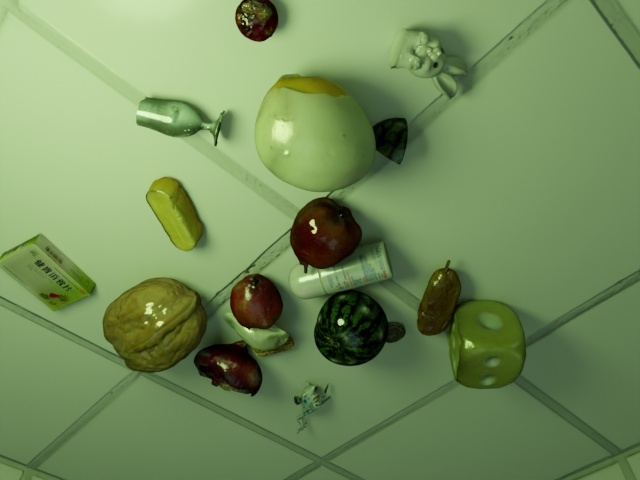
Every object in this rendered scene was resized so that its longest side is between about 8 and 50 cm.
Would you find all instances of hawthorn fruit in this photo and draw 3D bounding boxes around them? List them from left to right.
[{"bbox_3d":[-0.213,0.187,1.856,0.181,0.181,0.235,0,128,-1],"label":"hawthorn fruit"},{"bbox_3d":[0.000,0.000,1.684,0.208,0.208,0.248,27,115,-20],"label":"hawthorn fruit"}]

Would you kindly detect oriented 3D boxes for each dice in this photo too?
[{"bbox_3d":[0.578,0.367,1.956,0.226,0.238,0.233,1,129,1],"label":"dice"}]

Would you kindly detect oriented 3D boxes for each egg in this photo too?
[{"bbox_3d":[-0.010,-0.265,1.432,0.345,0.283,0.283,25,124,-26],"label":"egg"}]

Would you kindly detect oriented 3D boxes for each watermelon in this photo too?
[{"bbox_3d":[0.105,0.306,1.904,0.268,0.269,0.269,0,128,0],"label":"watermelon"},{"bbox_3d":[0.199,-0.268,1.556,0.125,0.135,0.094,-20,162,11],"label":"watermelon"}]

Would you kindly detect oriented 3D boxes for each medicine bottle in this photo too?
[{"bbox_3d":[0.059,0.105,1.815,0.340,0.130,0.130,-16,126,10],"label":"medicine bottle"}]

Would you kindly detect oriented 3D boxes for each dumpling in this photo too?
[{"bbox_3d":[-0.237,0.334,2.004,0.252,0.131,0.179,14,149,3],"label":"dumpling"}]

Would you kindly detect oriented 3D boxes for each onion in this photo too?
[{"bbox_3d":[-0.334,0.465,2.084,0.272,0.195,0.272,24,156,11],"label":"onion"},{"bbox_3d":[-0.156,-0.538,1.339,0.107,0.097,0.107,-7,108,-21],"label":"onion"}]

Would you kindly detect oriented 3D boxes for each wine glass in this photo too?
[{"bbox_3d":[-0.378,-0.326,1.493,0.222,0.103,0.103,11,127,-11],"label":"wine glass"}]

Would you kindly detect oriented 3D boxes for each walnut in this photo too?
[{"bbox_3d":[-0.543,0.275,1.851,0.344,0.306,0.306,-35,121,16],"label":"walnut"}]

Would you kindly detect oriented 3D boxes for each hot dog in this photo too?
[{"bbox_3d":[-0.176,0.400,2.097,0.165,0.045,0.071,-14,125,12],"label":"hot dog"}]

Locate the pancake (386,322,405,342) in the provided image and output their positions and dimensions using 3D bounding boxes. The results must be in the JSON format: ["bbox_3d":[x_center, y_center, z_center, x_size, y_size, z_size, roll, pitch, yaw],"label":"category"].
[{"bbox_3d":[0.268,0.349,2.082,0.114,0.011,0.115,0,128,0],"label":"pancake"}]

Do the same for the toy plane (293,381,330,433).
[{"bbox_3d":[-0.051,0.685,2.313,0.182,0.107,0.273,-36,156,-25],"label":"toy plane"}]

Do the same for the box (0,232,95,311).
[{"bbox_3d":[-0.918,0.113,1.857,0.175,0.062,0.260,-23,124,17],"label":"box"}]

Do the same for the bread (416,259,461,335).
[{"bbox_3d":[0.411,0.197,1.922,0.124,0.084,0.344,-1,128,-9],"label":"bread"}]

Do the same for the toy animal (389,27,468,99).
[{"bbox_3d":[0.291,-0.446,1.393,0.220,0.131,0.104,18,84,-16],"label":"toy animal"}]

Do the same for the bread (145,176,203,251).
[{"bbox_3d":[-0.445,-0.080,1.694,0.102,0.094,0.246,-9,127,18],"label":"bread"}]
